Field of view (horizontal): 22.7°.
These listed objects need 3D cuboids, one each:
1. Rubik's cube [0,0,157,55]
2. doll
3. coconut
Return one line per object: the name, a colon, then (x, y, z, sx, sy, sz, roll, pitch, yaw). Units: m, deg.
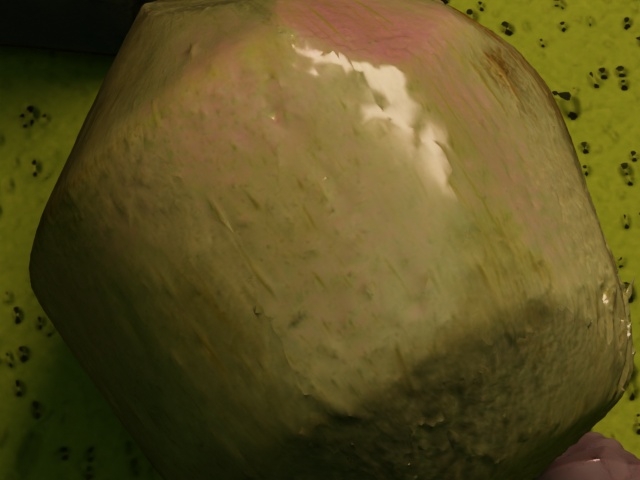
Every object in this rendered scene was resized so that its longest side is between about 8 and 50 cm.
Rubik's cube: (-0.226, -0.313, 0.905, 0.316, 0.313, 0.318, 4, 71, -2)
doll: (0.116, 0.154, 0.900, 0.180, 0.079, 0.094, -15, 49, 6)
coconut: (0.000, 0.000, 0.824, 0.281, 0.328, 0.328, -35, 76, 4)
